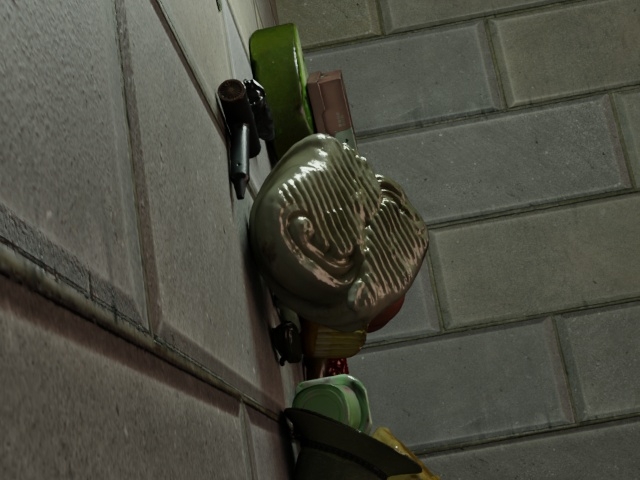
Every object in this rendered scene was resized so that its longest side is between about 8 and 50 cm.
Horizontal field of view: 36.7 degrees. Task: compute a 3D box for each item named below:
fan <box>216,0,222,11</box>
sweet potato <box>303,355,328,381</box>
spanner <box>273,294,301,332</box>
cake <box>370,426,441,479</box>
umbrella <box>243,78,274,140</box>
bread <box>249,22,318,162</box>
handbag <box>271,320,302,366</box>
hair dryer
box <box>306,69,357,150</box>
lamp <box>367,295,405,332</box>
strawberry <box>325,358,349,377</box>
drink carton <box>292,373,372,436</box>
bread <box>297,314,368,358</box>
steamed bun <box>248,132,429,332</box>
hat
[{"bbox_3d":[-0.192,-0.462,1.804,0.083,0.004,0.056,-96,175,-57],"label":"fan"},{"bbox_3d":[-0.013,0.300,2.247,0.249,0.059,0.069,-88,180,-59],"label":"sweet potato"},{"bbox_3d":[-0.071,0.099,1.865,0.325,0.040,0.096,78,2,-67],"label":"spanner"},{"bbox_3d":[0.120,0.577,1.870,0.332,0.321,0.332,45,-5,5],"label":"cake"},{"bbox_3d":[-0.124,-0.245,1.913,0.236,0.059,0.066,78,25,-75],"label":"umbrella"},{"bbox_3d":[-0.086,-0.366,2.455,0.366,0.129,0.382,63,16,-73],"label":"bread"},{"bbox_3d":[-0.059,0.176,1.702,0.111,0.047,0.072,76,10,-57],"label":"handbag"},{"bbox_3d":[-0.126,-0.131,1.552,0.173,0.050,0.195,73,11,-63],"label":"hair dryer"},{"bbox_3d":[0.032,-0.312,2.408,0.215,0.086,0.215,-84,161,-74],"label":"box"},{"bbox_3d":[0.055,0.105,2.360,0.239,0.305,0.305,-47,141,-34],"label":"lamp"},{"bbox_3d":[0.029,0.349,2.484,0.228,0.098,0.174,13,67,-87],"label":"strawberry"},{"bbox_3d":[0.016,0.331,1.845,0.142,0.144,0.146,45,34,-75],"label":"drink carton"},{"bbox_3d":[0.016,0.158,2.105,0.288,0.156,0.204,162,-66,-83],"label":"bread"},{"bbox_3d":[0.008,0.007,1.667,0.309,0.219,0.324,42,46,-14],"label":"steamed bun"},{"bbox_3d":[0.031,0.392,1.623,0.257,0.257,0.130,75,39,-67],"label":"hat"}]
